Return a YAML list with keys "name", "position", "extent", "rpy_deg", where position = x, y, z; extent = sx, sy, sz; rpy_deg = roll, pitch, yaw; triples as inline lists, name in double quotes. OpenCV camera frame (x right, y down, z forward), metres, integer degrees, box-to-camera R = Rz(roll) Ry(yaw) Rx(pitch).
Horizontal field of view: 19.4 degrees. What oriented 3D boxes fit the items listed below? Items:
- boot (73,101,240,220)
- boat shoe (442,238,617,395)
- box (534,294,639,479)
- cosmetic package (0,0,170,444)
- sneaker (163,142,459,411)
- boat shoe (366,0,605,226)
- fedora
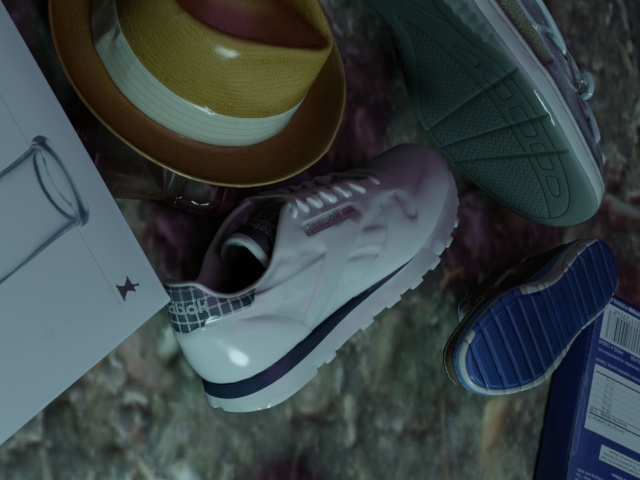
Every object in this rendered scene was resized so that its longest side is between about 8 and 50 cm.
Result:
- name: "boot"
  position: [-0.096, -0.070, 1.095]
  extent: [0.114, 0.037, 0.106]
  rpy_deg: [12, 74, -36]
- name: "boat shoe"
  position: [0.130, 0.055, 1.255]
  extent: [0.183, 0.066, 0.066]
  rpy_deg: [-29, 106, -46]
- name: "box"
  position: [0.213, 0.162, 1.335]
  extent: [0.136, 0.036, 0.225]
  rpy_deg: [28, 65, -36]
- name: "cosmetic package"
  position: [-0.273, -0.047, 0.892]
  extent: [0.284, 0.097, 0.377]
  rpy_deg: [-43, 112, -40]
- name: "sneaker"
  position: [0.000, 0.000, 1.127]
  extent: [0.235, 0.090, 0.095]
  rpy_deg: [-46, 119, -37]
- name: "boat shoe"
  position: [0.103, -0.153, 1.231]
  extent: [0.103, 0.118, 0.320]
  rpy_deg: [-44, 106, -32]
- name: "fedora"
  position: [-0.057, -0.126, 1.075]
  extent: [0.194, 0.079, 0.194]
  rpy_deg: [14, 61, -26]
